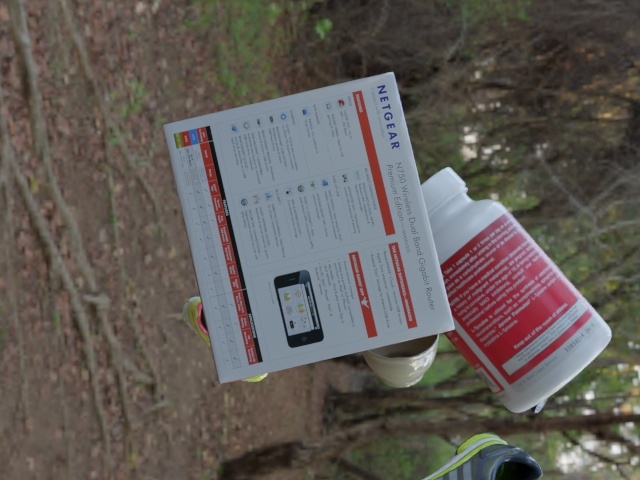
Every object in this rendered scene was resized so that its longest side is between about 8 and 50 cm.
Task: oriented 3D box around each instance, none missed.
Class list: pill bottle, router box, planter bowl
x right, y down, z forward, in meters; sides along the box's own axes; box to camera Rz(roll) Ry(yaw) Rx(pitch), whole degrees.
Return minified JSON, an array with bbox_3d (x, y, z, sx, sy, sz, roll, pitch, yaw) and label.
[{"bbox_3d":[0.294,0.080,1.688,0.408,0.229,0.229,50,0,8],"label":"pill bottle"},{"bbox_3d":[-0.016,-0.014,1.220,0.082,0.301,0.336,79,-1,-85],"label":"router box"},{"bbox_3d":[0.162,0.229,1.955,0.162,0.162,0.109,-89,173,-56],"label":"planter bowl"}]

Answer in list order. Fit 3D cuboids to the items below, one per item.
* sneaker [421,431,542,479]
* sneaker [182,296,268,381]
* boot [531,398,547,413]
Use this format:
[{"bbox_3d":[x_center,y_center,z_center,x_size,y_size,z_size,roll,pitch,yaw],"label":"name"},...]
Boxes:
[{"bbox_3d":[0.201,0.388,1.399,0.121,0.300,0.111,-9,-65,59],"label":"sneaker"},{"bbox_3d":[-0.176,0.189,1.809,0.208,0.081,0.094,44,-20,-6],"label":"sneaker"},{"bbox_3d":[0.480,0.323,2.209,0.045,0.099,0.121,3,108,-53],"label":"boot"}]
